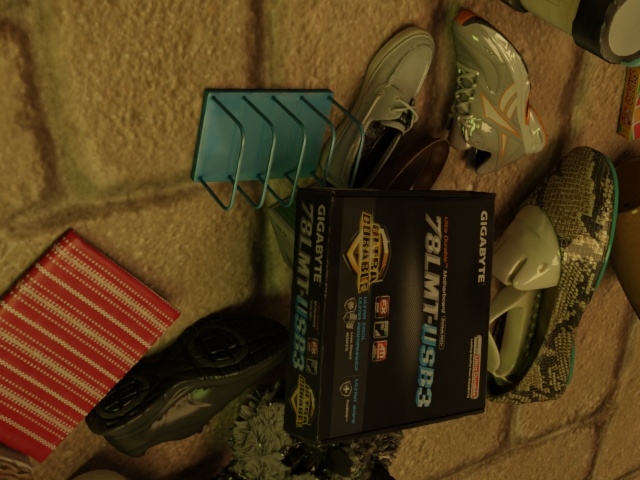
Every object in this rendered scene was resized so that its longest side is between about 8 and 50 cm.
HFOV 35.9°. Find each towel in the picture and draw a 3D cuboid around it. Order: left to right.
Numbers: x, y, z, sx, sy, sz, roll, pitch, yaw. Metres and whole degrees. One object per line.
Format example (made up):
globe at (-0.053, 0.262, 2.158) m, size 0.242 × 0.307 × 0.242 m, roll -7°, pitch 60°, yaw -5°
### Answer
towel at (-0.329, 0.135, 1.208) m, size 0.275 × 0.031 × 0.199 m, roll -46°, pitch 128°, yaw 1°

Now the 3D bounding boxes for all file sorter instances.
file sorter at (-0.049, -0.106, 1.173) m, size 0.170 × 0.104 × 0.118 m, roll -5°, pitch 123°, yaw -30°

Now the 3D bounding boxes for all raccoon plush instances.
raccoon plush at (-0.017, 0.249, 1.442) m, size 0.299 × 0.447 × 0.216 m, roll -42°, pitch 108°, yaw -52°

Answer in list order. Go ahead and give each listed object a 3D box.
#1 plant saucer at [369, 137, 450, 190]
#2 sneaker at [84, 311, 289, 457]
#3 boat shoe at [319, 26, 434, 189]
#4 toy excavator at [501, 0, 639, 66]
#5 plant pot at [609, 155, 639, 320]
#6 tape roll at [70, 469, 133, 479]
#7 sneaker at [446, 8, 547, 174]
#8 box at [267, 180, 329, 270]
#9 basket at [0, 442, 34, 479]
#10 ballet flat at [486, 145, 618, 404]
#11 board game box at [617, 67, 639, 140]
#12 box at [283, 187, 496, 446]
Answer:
plant saucer at (0.107, -0.073, 1.310) m, size 0.168 × 0.029 × 0.168 m, roll -45°, pitch 162°, yaw -18°
sneaker at (-0.167, 0.195, 1.325) m, size 0.286 × 0.109 × 0.130 m, roll -24°, pitch 138°, yaw -4°
boat shoe at (0.085, -0.155, 1.239) m, size 0.079 × 0.081 × 0.227 m, roll 19°, pitch 110°, yaw -40°
toy excavator at (0.442, -0.325, 1.262) m, size 0.445 × 0.222 × 0.432 m, roll -12°, pitch 127°, yaw -29°
plant pot at (0.551, -0.010, 1.568) m, size 0.237 × 0.237 × 0.254 m, roll -45°, pitch 121°, yaw 2°
tape roll at (-0.271, 0.449, 1.322) m, size 0.246 × 0.246 × 0.169 m, roll -46°, pitch 130°, yaw 4°
sneaker at (0.211, -0.180, 1.298) m, size 0.121 × 0.099 × 0.262 m, roll -35°, pitch 133°, yaw -1°
box at (0.000, 0.000, 1.281) m, size 0.087 × 0.101 × 0.102 m, roll -28°, pitch 132°, yaw -14°
basket at (-0.515, 0.404, 1.125) m, size 0.331 × 0.266 × 0.328 m, roll 29°, pitch 102°, yaw -44°
ballet flat at (0.328, 0.084, 1.523) m, size 0.182 × 0.164 × 0.482 m, roll -13°, pitch 131°, yaw -19°
board game box at (0.577, -0.247, 1.530) m, size 0.260 × 0.039 × 0.124 m, roll -21°, pitch 131°, yaw -23°
box at (0.094, 0.083, 1.213) m, size 0.293 × 0.073 × 0.295 m, roll 0°, pitch 96°, yaw -40°
